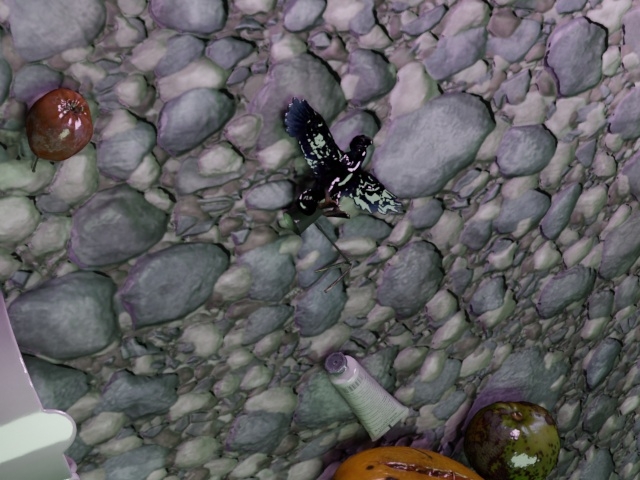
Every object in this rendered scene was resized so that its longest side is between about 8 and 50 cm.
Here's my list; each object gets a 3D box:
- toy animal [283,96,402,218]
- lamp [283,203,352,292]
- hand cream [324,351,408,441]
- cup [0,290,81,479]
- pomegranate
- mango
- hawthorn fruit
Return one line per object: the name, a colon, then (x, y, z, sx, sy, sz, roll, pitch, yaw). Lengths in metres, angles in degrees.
toy animal: (0.020, -0.075, 1.476, 0.220, 0.062, 0.108, 40, 66, -41)
lamp: (0.000, -0.001, 1.535, 0.054, 0.041, 0.121, -35, 131, -16)
hand cream: (0.057, 0.204, 1.720, 0.067, 0.042, 0.194, -44, 139, -6)
cup: (-0.397, 0.201, 1.336, 0.257, 0.219, 0.290, -19, 163, -17)
pomegranate: (0.267, 0.289, 1.870, 0.138, 0.163, 0.126, -12, 88, -18)
mango: (0.155, 0.359, 1.777, 0.294, 0.177, 0.120, 11, 111, -14)
hawthorn fruit: (-0.267, -0.103, 1.286, 0.066, 0.067, 0.103, 17, 138, -39)
